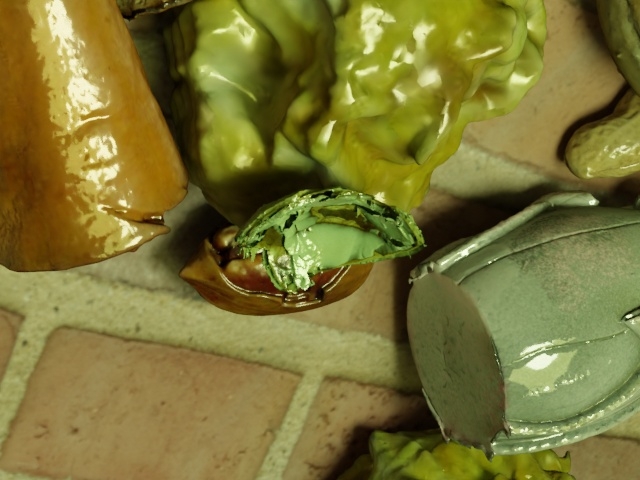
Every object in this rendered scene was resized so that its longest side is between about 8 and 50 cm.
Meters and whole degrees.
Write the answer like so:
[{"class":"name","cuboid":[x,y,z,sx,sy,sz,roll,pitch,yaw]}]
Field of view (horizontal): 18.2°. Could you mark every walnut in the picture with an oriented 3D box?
[{"class":"walnut","cuboid":[-0.041,0.018,1.907,0.207,0.116,0.116,-6,119,-26]}]

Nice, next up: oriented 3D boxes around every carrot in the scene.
[{"class":"carrot","cuboid":[-0.231,-0.126,1.666,0.196,0.196,0.254,-26,122,-16]}]

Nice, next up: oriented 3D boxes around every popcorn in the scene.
[{"class":"popcorn","cuboid":[0.020,-0.160,1.778,0.334,0.294,0.292,-34,175,25]},{"class":"popcorn","cuboid":[0.146,0.325,2.094,0.335,0.279,0.274,-13,103,-11]}]

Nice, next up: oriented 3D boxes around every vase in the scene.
[{"class":"vase","cuboid":[0.314,0.054,2.071,0.445,0.250,0.250,-19,124,-26]}]

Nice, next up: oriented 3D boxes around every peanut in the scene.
[{"class":"peanut","cuboid":[0.330,-0.119,2.078,0.174,0.080,0.080,-31,128,-7]}]

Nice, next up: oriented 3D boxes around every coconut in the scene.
[{"class":"coconut","cuboid":[-0.001,-0.005,1.694,0.158,0.055,0.133,9,151,-22]}]

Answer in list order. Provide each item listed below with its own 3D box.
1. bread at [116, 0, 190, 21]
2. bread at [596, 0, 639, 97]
[{"class":"bread","cuboid":[-0.141,-0.256,1.681,0.044,0.126,0.129,-22,94,-49]},{"class":"bread","cuboid":[0.394,-0.203,1.978,0.314,0.171,0.192,34,101,-9]}]
